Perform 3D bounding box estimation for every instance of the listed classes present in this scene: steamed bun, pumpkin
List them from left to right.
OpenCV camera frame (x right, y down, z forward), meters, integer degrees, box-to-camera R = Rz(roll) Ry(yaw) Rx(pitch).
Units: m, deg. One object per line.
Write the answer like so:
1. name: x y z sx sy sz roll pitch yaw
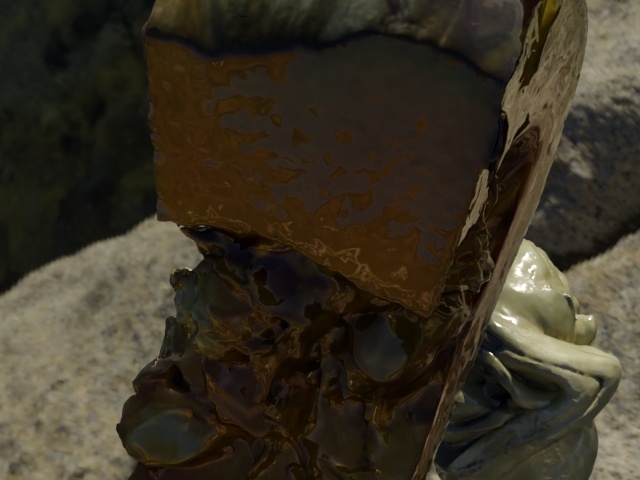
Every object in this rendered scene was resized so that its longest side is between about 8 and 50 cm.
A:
1. pumpkin: 0.001 0.000 0.483 0.139 0.190 0.280 18 77 16
2. steamed bun: 0.243 0.190 1.747 0.352 0.247 0.339 -65 35 26

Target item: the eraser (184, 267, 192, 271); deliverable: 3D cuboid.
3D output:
1. eraser: -0.095 0.069 1.340 0.122 0.052 0.029 19 64 16
